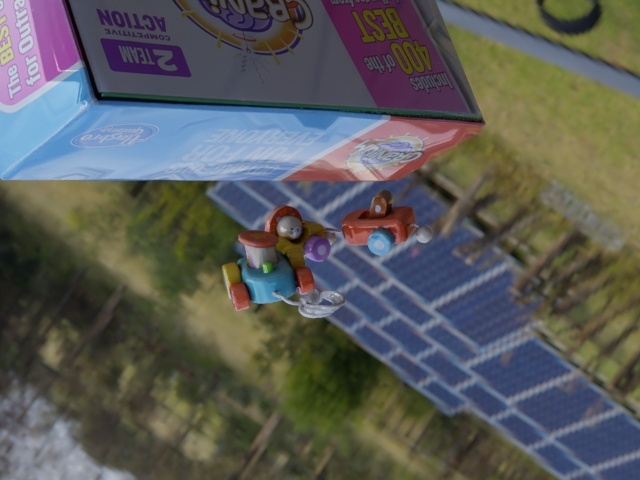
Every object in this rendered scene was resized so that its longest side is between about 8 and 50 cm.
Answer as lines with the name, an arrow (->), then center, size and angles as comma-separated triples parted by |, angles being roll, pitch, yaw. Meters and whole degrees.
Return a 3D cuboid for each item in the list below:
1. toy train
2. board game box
toy train -> 0.000, 0.000, 0.960 | 0.125, 0.166, 0.046 | 0, 111, 27
board game box -> -0.071, -0.180, 0.605 | 0.242, 0.064, 0.316 | -2, -113, -48
